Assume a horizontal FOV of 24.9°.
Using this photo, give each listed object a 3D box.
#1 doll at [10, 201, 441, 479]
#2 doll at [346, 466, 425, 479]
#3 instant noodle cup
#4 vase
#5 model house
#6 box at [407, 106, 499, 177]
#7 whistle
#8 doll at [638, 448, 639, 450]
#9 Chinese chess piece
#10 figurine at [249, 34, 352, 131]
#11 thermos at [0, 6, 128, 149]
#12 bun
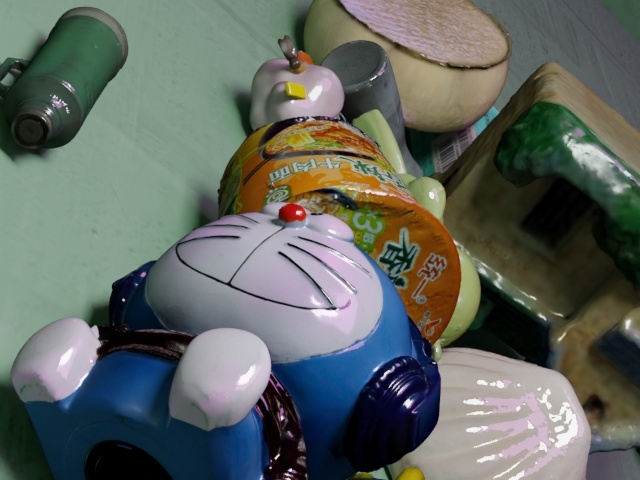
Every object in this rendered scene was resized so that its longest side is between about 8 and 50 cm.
[{"bbox_3d":[-0.059,0.102,1.095,0.310,0.284,0.240,-45,145,-52],"label":"doll"},{"bbox_3d":[0.097,0.287,1.195,0.311,0.242,0.159,79,28,-67],"label":"doll"},{"bbox_3d":[0.000,0.000,1.353,0.230,0.230,0.182,40,20,-31],"label":"instant noodle cup"},{"bbox_3d":[0.070,-0.137,1.741,0.214,0.086,0.086,62,13,-46],"label":"vase"},{"bbox_3d":[0.286,0.047,1.673,0.382,0.342,0.334,41,21,-4],"label":"model house"},{"bbox_3d":[0.261,-0.046,1.996,0.311,0.118,0.205,42,29,-28],"label":"box"},{"bbox_3d":[0.095,0.000,1.522,0.141,0.141,0.294,34,40,-39],"label":"whistle"},{"bbox_3d":[0.506,0.305,2.052,0.152,0.085,0.114,55,7,-27],"label":"doll"},{"bbox_3d":[0.112,-0.250,1.865,0.270,0.112,0.270,18,31,-11],"label":"Chinese chess piece"},{"bbox_3d":[-0.012,-0.125,1.614,0.229,0.112,0.137,59,29,-25],"label":"figurine"},{"bbox_3d":[-0.229,-0.141,1.267,0.083,0.073,0.187,48,25,-19],"label":"thermos"},{"bbox_3d":[0.195,0.209,1.488,0.263,0.175,0.263,42,29,-30],"label":"bun"}]
